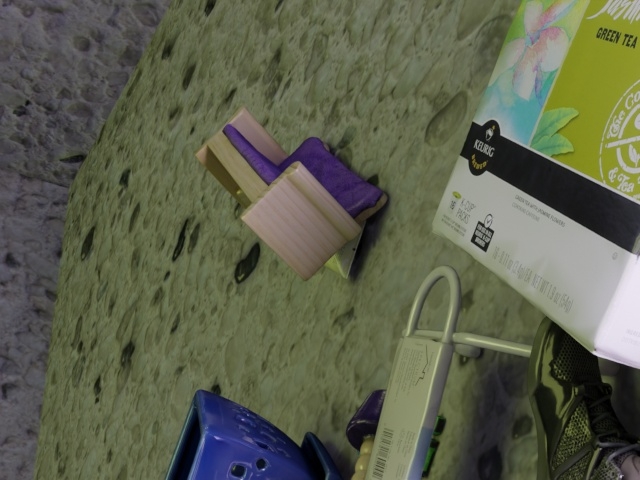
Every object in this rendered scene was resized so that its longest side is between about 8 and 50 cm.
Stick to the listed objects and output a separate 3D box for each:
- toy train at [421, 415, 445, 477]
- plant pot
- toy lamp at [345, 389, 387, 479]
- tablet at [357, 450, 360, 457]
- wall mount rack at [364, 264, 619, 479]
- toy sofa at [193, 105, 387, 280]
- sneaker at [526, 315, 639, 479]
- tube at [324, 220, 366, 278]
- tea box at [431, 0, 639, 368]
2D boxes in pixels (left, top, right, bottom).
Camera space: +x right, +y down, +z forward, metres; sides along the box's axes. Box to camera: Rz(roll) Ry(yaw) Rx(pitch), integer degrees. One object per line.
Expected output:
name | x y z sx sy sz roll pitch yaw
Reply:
toy train | 0.129 0.247 1.472 0.024 0.017 0.083 21 93 57
plant pot | -0.098 0.355 1.628 0.236 0.212 0.236 -147 76 -78
toy lamp | 0.049 0.298 1.473 0.080 0.080 0.274 -49 16 45
tablet | 0.069 0.245 1.624 0.083 0.006 0.054 -52 30 39
wall mount rack | 0.159 0.208 1.304 0.304 0.130 0.350 176 109 -70
toy sofa | -0.055 -0.099 1.888 0.177 0.150 0.362 -44 26 1
sneaker | 0.257 0.173 1.117 0.130 0.087 0.227 -16 69 52
tube | 0.000 0.000 1.901 0.240 0.062 0.070 13 127 63
tea box | 0.299 -0.080 1.047 0.323 0.220 0.329 -68 23 9
